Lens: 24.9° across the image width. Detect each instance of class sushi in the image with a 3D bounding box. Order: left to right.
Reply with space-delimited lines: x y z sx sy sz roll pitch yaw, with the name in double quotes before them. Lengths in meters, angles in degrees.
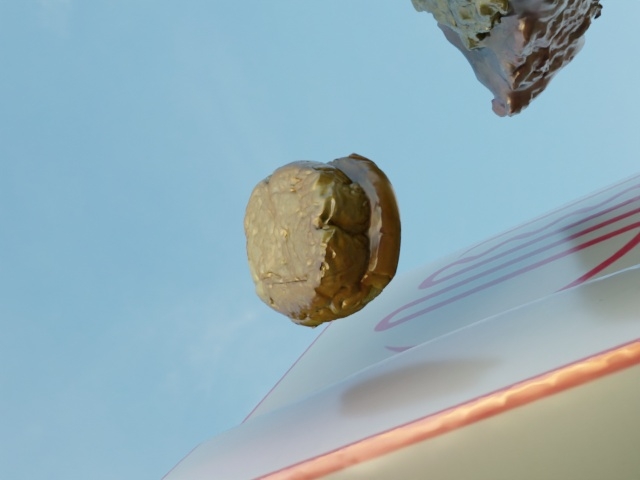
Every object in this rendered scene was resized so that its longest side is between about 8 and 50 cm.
"sushi" 0.081 -0.191 0.815 0.107 0.161 0.241 -40 -24 -17

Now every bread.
"bread" 0.000 0.000 0.648 0.046 0.081 0.083 11 -55 -36

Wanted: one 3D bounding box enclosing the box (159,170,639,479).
"box" 0.160 0.147 0.677 0.314 0.312 0.300 61 -149 -8
